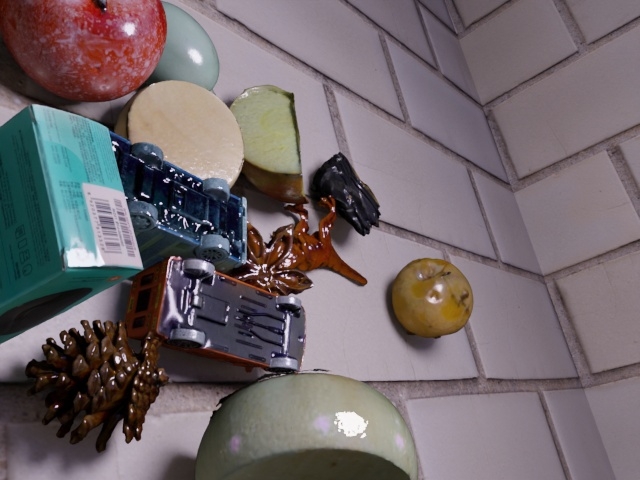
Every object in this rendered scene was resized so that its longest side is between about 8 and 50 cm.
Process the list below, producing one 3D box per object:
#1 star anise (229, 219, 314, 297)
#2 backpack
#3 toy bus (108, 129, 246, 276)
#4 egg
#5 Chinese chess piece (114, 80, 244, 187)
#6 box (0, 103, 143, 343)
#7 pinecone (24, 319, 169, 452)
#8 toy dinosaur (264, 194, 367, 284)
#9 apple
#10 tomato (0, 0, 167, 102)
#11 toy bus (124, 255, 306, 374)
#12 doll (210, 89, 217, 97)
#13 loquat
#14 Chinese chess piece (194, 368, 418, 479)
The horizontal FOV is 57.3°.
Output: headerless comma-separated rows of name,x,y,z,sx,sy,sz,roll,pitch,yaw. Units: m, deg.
star anise,-0.113,0.064,1.228,0.214,0.099,0.220,25,69,-35
backpack,0.077,-0.111,1.546,0.206,0.133,0.258,44,8,-32
toy bus,-0.289,-0.040,0.986,0.312,0.190,0.152,27,48,-41
egg,-0.312,-0.392,1.210,0.231,0.168,0.168,39,37,-4
Chinese chess piece,-0.271,-0.184,1.139,0.250,0.097,0.251,11,68,-31
box,-0.383,-0.001,0.726,0.118,0.311,0.205,11,57,-60
pinecone,-0.311,0.200,0.826,0.195,0.150,0.179,31,45,-37
toy dinosaur,0.000,0.000,1.431,0.432,0.097,0.208,6,78,-47
apple,-0.104,-0.211,1.358,0.254,0.179,0.346,23,38,-32
tomato,-0.410,-0.363,1.018,0.270,0.227,0.270,17,44,-16
toy bus,-0.171,0.147,1.042,0.329,0.153,0.143,26,58,-43
doll,-0.260,-0.264,1.290,0.103,0.071,0.214,33,43,-51
loquat,0.307,0.167,1.627,0.244,0.243,0.244,32,44,-37
Chinese chess piece,-0.022,0.358,0.929,0.349,0.349,0.146,39,25,-31
